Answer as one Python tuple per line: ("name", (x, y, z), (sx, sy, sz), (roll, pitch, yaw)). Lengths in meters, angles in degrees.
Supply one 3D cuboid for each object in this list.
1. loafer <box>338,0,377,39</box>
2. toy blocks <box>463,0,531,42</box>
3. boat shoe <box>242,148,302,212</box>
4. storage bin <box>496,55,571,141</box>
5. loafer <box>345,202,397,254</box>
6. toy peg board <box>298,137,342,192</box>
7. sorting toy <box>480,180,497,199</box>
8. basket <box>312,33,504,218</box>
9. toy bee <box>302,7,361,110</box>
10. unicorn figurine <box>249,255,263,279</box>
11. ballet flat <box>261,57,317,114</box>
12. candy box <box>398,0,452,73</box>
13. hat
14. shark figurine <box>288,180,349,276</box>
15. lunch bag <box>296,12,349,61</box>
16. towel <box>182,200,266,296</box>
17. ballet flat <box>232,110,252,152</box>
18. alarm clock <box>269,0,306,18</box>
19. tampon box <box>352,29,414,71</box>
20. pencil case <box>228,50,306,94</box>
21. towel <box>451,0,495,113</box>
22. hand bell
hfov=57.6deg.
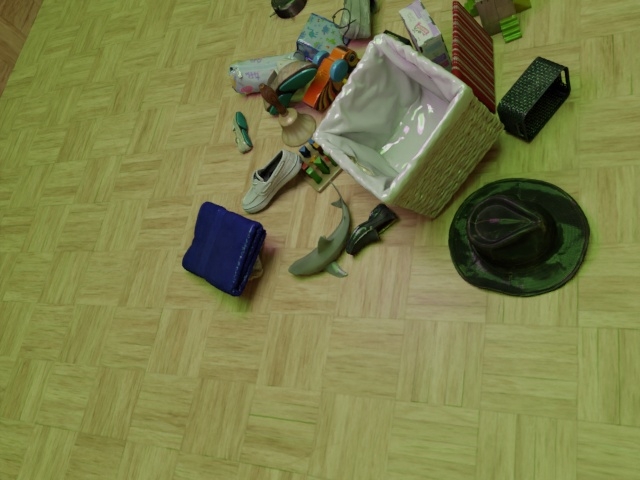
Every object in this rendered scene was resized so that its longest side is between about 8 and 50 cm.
("loafer", (0.135, -0.790, 1.943), (0.111, 0.112, 0.320), (14, 62, -7))
("toy blocks", (0.465, -0.786, 1.657), (0.190, 0.261, 0.382), (-16, 60, 20))
("boat shoe", (-0.169, -0.186, 1.772), (0.258, 0.084, 0.095), (-44, 43, 24))
("storage bin", (0.547, -0.361, 1.490), (0.084, 0.122, 0.180), (38, 87, 36))
("loafer", (0.137, -0.022, 1.580), (0.061, 0.062, 0.170), (39, 89, 31))
("toy peg board", (-0.008, -0.258, 1.759), (0.161, 0.079, 0.160), (-46, 54, 0))
("sorting toy", (0.444, -0.113, 1.490), (0.062, 0.012, 0.083), (3, 68, 31))
("basket", (0.225, -0.283, 1.486), (0.328, 0.266, 0.331), (47, 111, 36))
("toy bee", (0.067, -0.545, 1.838), (0.298, 0.162, 0.195), (-45, 67, 28))
("unicorn figurine", (-0.210, 0.046, 1.736), (0.111, 0.060, 0.162), (-26, 72, 8))
("ballet flat", (-0.114, -0.505, 1.827), (0.316, 0.107, 0.106), (-28, 80, 57))
("candy box", (0.310, -0.559, 1.667), (0.070, 0.196, 0.165), (-27, 57, 14))
("hat", (0.448, -0.032, 1.366), (0.331, 0.134, 0.332), (-11, 64, 24))
("shark figurine", (0.024, -0.015, 1.605), (0.166, 0.116, 0.278), (23, 81, 33))
("lunch bag", (0.010, -0.661, 1.941), (0.151, 0.096, 0.129), (23, 77, 4))
("towel", (-0.287, 0.021, 1.728), (0.308, 0.076, 0.228), (21, 93, 48))
("ballet flat", (-0.276, -0.367, 1.971), (0.052, 0.057, 0.168), (-32, 55, 22))
("alarm clock", (-0.111, -0.903, 2.144), (0.129, 0.064, 0.192), (16, 71, 33))
("tampon box", (0.200, -0.524, 1.754), (0.161, 0.120, 0.101), (-50, 55, -2))
("pencil case", (-0.177, -0.572, 1.976), (0.273, 0.124, 0.114), (1, 67, 27))
("towel", (0.414, -0.494, 1.588), (0.031, 0.198, 0.275), (-17, 57, 41))
("hand bell", (-0.123, -0.405, 1.792), (0.126, 0.242, 0.126), (-12, 61, 23))
